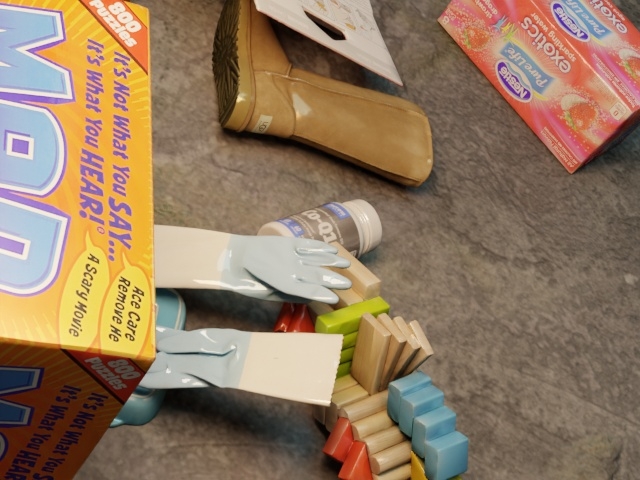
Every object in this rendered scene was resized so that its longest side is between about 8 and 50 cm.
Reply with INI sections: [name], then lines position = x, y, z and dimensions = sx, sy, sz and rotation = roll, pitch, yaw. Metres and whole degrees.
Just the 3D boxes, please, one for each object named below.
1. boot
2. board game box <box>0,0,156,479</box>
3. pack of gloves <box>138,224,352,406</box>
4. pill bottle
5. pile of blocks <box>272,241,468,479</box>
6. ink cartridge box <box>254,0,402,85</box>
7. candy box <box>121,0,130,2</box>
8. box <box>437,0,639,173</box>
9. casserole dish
[boot]
position = 0.001, -0.192, 1.631
dimensions = 0.269, 0.089, 0.236
rotation = 14, 55, -24
[board game box]
position = -0.366, 0.006, 1.097
dimensions = 0.356, 0.356, 0.356
rotation = 10, 53, -24
[pack of gloves]
position = -0.085, 0.081, 1.326
dimensions = 0.232, 0.046, 0.195
rotation = 5, 55, 10
[pill bottle]
position = 0.000, 0.000, 1.491
dimensions = 0.137, 0.078, 0.078
rotation = -20, 69, -37
[pile of blocks]
position = 0.051, 0.173, 1.349
dimensions = 0.113, 0.149, 0.362
rotation = -17, 67, -33
[ink cartridge box]
position = -0.037, -0.326, 1.630
dimensions = 0.296, 0.066, 0.261
rotation = 19, 47, -50
[candy box]
position = -0.253, -0.420, 1.488
dimensions = 0.087, 0.316, 0.183
rotation = -16, 67, -38
[box]
position = 0.330, -0.266, 1.814
dimensions = 0.142, 0.154, 0.300
rotation = -30, 77, -39
[casserole dish]
position = -0.198, 0.103, 1.337
dimensions = 0.114, 0.037, 0.188
rotation = 24, 50, -12
